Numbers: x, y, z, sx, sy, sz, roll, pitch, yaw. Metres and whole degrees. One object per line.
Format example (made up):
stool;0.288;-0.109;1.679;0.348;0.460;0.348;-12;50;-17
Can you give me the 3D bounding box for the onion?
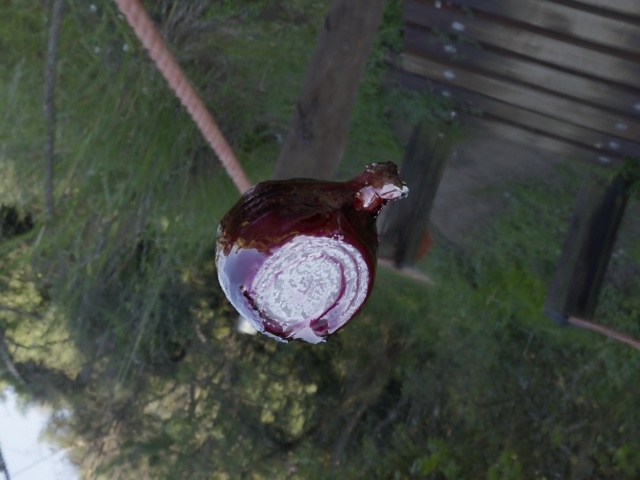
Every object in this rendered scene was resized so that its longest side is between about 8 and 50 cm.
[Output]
onion;-0.008;-0.008;0.805;0.173;0.198;0.135;39;-176;-47
